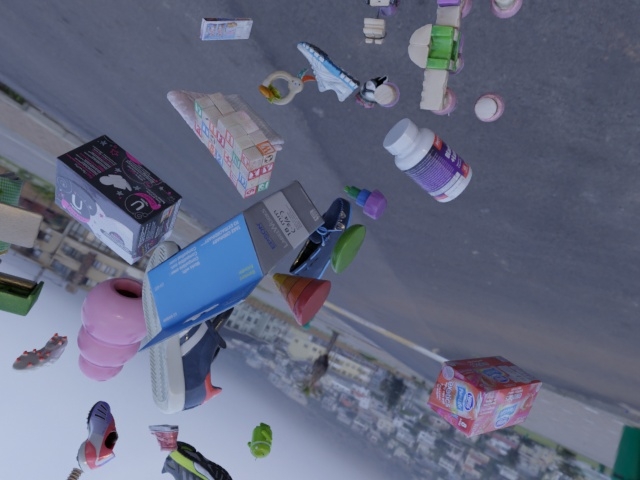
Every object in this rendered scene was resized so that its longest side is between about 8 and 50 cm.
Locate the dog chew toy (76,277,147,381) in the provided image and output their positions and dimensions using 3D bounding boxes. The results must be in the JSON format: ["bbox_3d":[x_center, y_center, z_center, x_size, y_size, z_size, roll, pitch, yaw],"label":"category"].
[{"bbox_3d":[-0.613,0.276,1.471,0.206,0.332,0.206,24,-161,-9],"label":"dog chew toy"}]

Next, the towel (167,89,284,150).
[{"bbox_3d":[-0.334,-0.428,1.789,0.317,0.053,0.332,-15,-125,-44],"label":"towel"}]

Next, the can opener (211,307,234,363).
[{"bbox_3d":[-0.292,0.251,1.352,0.073,0.186,0.059,37,157,-25],"label":"can opener"}]

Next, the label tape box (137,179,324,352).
[{"bbox_3d":[-0.164,0.028,0.862,0.106,0.240,0.334,58,-153,-7],"label":"label tape box"}]

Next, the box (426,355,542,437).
[{"bbox_3d":[0.394,0.365,1.193,0.257,0.122,0.128,7,-164,-40],"label":"box"}]

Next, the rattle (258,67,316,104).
[{"bbox_3d":[-0.121,-0.587,1.834,0.200,0.130,0.143,-14,166,7],"label":"rattle"}]

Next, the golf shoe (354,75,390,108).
[{"bbox_3d":[0.177,-0.424,1.412,0.067,0.186,0.086,49,130,11],"label":"golf shoe"}]

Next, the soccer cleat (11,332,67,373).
[{"bbox_3d":[-0.772,0.328,1.384,0.068,0.076,0.196,21,-164,3],"label":"soccer cleat"}]

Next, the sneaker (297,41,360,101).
[{"bbox_3d":[0.006,-0.436,1.300,0.191,0.083,0.071,41,-150,-1],"label":"sneaker"}]

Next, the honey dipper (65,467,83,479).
[{"bbox_3d":[-0.677,0.672,1.294,0.030,0.160,0.030,11,133,12],"label":"honey dipper"}]

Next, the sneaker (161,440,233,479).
[{"bbox_3d":[-0.425,0.839,1.757,0.300,0.121,0.111,35,-178,9],"label":"sneaker"}]

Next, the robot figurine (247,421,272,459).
[{"bbox_3d":[-0.190,0.646,1.605,0.067,0.101,0.115,34,-151,-22],"label":"robot figurine"}]

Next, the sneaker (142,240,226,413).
[{"bbox_3d":[-0.280,0.175,1.058,0.148,0.350,0.131,1,170,-40],"label":"sneaker"}]

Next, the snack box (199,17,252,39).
[{"bbox_3d":[-0.299,-0.675,1.594,0.022,0.178,0.064,50,137,22],"label":"snack box"}]

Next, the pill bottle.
[{"bbox_3d":[0.235,-0.181,1.113,0.193,0.108,0.108,35,168,-22],"label":"pill bottle"}]

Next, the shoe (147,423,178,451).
[{"bbox_3d":[-0.534,0.666,1.685,0.063,0.081,0.178,11,159,-40],"label":"shoe"}]

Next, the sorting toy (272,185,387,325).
[{"bbox_3d":[0.011,0.014,1.167,0.126,0.365,0.127,31,168,19],"label":"sorting toy"}]

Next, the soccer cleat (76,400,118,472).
[{"bbox_3d":[-0.764,0.677,1.767,0.318,0.116,0.108,-125,18,-67],"label":"soccer cleat"}]

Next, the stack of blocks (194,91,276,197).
[{"bbox_3d":[-0.255,-0.293,1.456,0.297,0.087,0.171,52,150,19],"label":"stack of blocks"}]

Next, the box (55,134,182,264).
[{"bbox_3d":[-0.476,-0.093,1.168,0.247,0.142,0.163,39,134,5],"label":"box"}]

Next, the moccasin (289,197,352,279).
[{"bbox_3d":[0.000,0.000,1.786,0.117,0.342,0.138,22,-175,-28],"label":"moccasin"}]

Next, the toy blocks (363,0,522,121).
[{"bbox_3d":[0.275,-0.427,1.130,0.309,0.288,0.260,11,-161,19],"label":"toy blocks"}]

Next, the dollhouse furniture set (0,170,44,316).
[{"bbox_3d":[-0.579,-0.010,0.953,0.151,0.197,0.301,19,-176,-21],"label":"dollhouse furniture set"}]
